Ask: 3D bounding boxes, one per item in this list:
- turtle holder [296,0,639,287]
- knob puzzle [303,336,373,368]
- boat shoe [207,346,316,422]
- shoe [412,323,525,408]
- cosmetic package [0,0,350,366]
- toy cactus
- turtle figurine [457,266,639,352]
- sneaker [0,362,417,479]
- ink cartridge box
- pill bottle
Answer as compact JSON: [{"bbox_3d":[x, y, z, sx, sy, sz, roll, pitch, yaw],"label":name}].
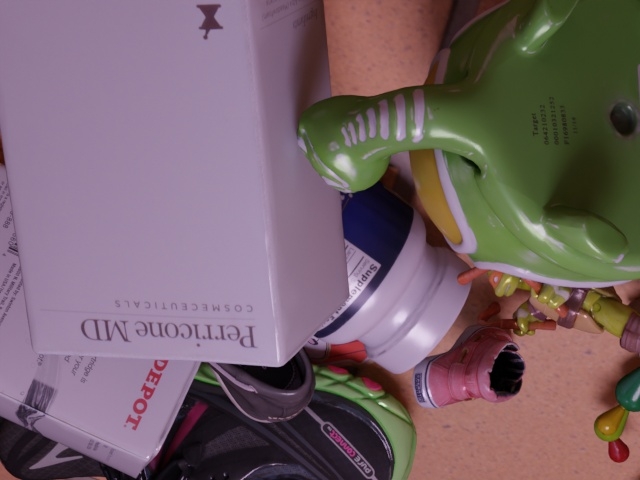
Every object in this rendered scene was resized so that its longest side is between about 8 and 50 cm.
[{"bbox_3d":[0.166,-0.063,1.308,0.243,0.320,0.227,61,152,-6],"label":"turtle holder"},{"bbox_3d":[-0.003,0.068,1.693,0.213,0.030,0.213,11,135,11],"label":"knob puzzle"},{"bbox_3d":[-0.120,0.027,1.583,0.335,0.112,0.095,49,161,3],"label":"boat shoe"},{"bbox_3d":[0.161,0.118,1.580,0.081,0.178,0.063,-6,97,31],"label":"shoe"},{"bbox_3d":[-0.125,-0.142,1.323,0.230,0.161,0.453,1,109,21],"label":"cosmetic package"},{"bbox_3d":[0.337,0.137,1.590,0.219,0.112,0.180,-15,116,43],"label":"toy cactus"},{"bbox_3d":[0.234,0.060,1.502,0.217,0.087,0.269,25,170,8],"label":"turtle figurine"},{"bbox_3d":[-0.144,0.231,1.767,0.483,0.202,0.185,-1,150,23],"label":"sneaker"},{"bbox_3d":[-0.258,0.078,1.654,0.289,0.211,0.121,26,159,-4],"label":"ink cartridge box"},{"bbox_3d":[0.000,0.000,1.537,0.265,0.153,0.153,36,135,-15],"label":"pill bottle"}]
